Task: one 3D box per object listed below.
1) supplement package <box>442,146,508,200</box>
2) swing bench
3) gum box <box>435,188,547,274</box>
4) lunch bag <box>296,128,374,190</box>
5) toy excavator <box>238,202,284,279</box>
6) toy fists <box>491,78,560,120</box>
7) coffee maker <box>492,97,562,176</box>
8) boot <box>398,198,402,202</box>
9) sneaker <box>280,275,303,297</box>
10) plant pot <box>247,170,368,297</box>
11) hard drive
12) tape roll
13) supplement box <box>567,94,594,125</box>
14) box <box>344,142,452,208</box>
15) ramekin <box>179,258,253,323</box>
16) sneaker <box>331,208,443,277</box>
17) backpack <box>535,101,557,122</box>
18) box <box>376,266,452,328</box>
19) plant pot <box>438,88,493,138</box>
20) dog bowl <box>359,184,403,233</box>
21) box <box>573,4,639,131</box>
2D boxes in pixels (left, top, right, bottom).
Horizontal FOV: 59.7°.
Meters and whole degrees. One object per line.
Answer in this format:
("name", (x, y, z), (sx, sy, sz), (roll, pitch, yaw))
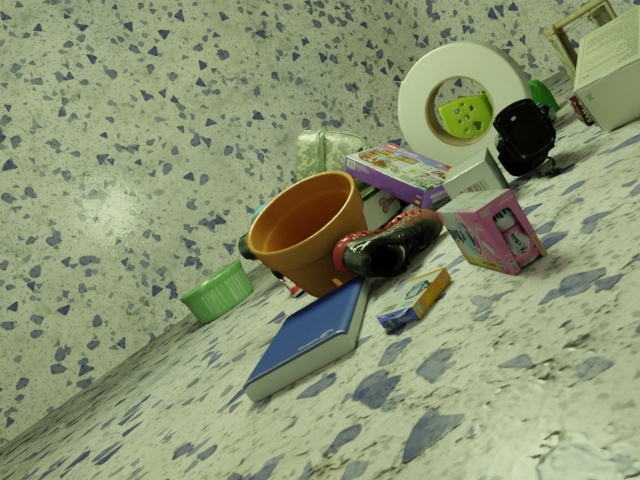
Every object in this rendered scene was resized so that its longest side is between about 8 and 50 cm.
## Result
("supplement package", (0.352, -0.127, 1.252), (0.105, 0.105, 0.179), (-32, 6, 25))
("swing bench", (0.780, -0.535, 1.558), (0.165, 0.253, 0.255), (-37, 6, -30))
("gum box", (0.256, -0.016, 0.849), (0.062, 0.107, 0.188), (-34, 6, -3))
("lunch bag", (0.079, -0.261, 1.885), (0.256, 0.212, 0.305), (-3, -3, 19))
("toy excavator", (-0.041, -0.065, 2.118), (0.222, 0.433, 0.445), (-28, 36, 45))
("toy fists", (0.681, -0.442, 1.872), (0.279, 0.142, 0.096), (-36, 7, -25))
("coffee maker", (0.449, -0.201, 1.230), (0.120, 0.171, 0.178), (-9, -9, 16))
("boot", (0.215, -0.151, 2.087), (0.284, 0.138, 0.377), (-35, 11, -16))
("sneaker", (-0.086, 0.132, 1.671), (0.042, 0.067, 0.118), (-35, 6, -13))
("plant pot", (0.000, 0.000, 1.343), (0.291, 0.203, 0.291), (-26, 31, 17))
("hard drive", (-0.013, 0.173, 1.069), (0.210, 0.040, 0.318), (-31, 6, 15))
("tape roll", (0.419, -0.390, 1.653), (0.392, 0.392, 0.072), (-29, 8, 39))
("supplement box", (0.744, -0.380, 1.366), (0.239, 0.073, 0.130), (-30, 7, 24))
("box", (0.240, -0.190, 1.580), (0.201, 0.057, 0.293), (-22, 39, -37))
("ramekin", (-0.434, 0.224, 2.389), (0.303, 0.148, 0.303), (-33, 6, 4))
("sneaker", (0.167, 0.010, 1.188), (0.276, 0.097, 0.135), (-21, 23, -22))
("backpack", (0.664, -0.376, 1.719), (0.114, 0.084, 0.105), (-33, 7, -23))
("box", (0.149, 0.097, 0.901), (0.081, 0.028, 0.136), (-27, 11, 47))
("plant pot", (0.562, -0.423, 2.011), (0.207, 0.228, 0.227), (-25, 7, 17))
("dog bowl", (0.081, -0.032, 1.725), (0.408, 0.150, 0.408), (-33, 5, 3))
("box", (0.651, -0.370, 1.195), (0.148, 0.127, 0.232), (-25, 30, 45))
